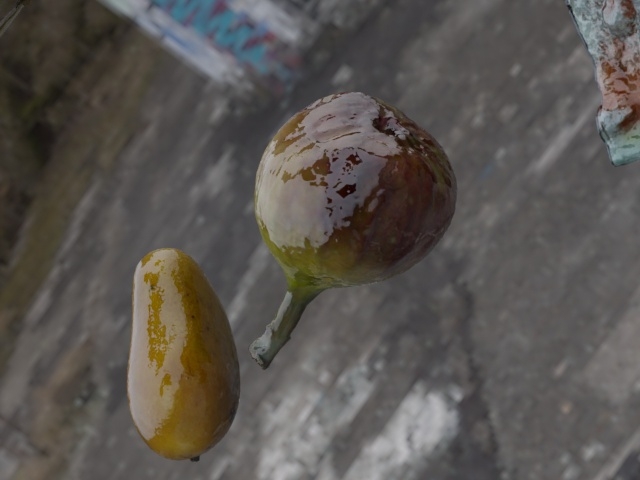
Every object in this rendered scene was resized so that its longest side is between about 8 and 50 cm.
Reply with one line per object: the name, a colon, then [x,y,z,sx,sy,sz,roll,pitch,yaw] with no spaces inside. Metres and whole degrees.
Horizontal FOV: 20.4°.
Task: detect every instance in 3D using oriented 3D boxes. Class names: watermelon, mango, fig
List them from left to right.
mango: [-0.117,0.098,1.495,0.090,0.115,0.178,-15,61,15]
fig: [-0.006,-0.012,1.369,0.231,0.143,0.160,-35,33,20]
watermelon: [0.280,-0.234,1.462,0.289,0.214,0.320,149,137,-73]

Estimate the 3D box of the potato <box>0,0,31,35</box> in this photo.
potato: [-0.233,-0.151,0.780,0.237,0.301,0.288,97,172,-69]
